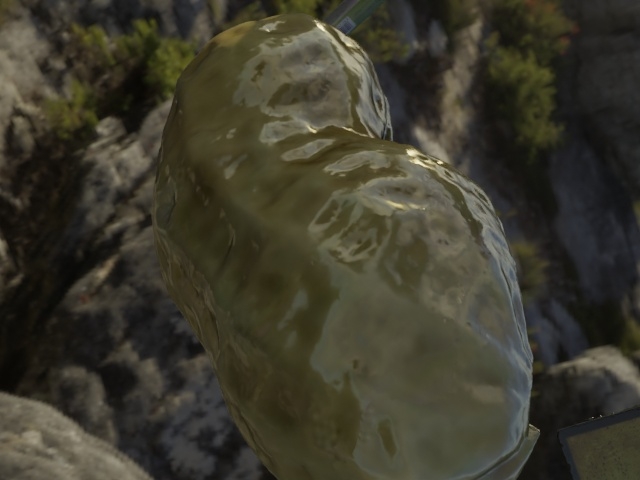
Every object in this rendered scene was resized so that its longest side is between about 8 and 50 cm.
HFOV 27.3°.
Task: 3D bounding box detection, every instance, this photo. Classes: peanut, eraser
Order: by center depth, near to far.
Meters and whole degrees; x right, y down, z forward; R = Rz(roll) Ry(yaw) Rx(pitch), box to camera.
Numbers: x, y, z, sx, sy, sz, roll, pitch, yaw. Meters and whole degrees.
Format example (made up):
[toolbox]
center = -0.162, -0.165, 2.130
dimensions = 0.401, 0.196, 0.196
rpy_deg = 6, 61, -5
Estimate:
[peanut]
center = 0.000, 0.000, 0.607
dimensions = 0.147, 0.147, 0.305
rpy_deg = 32, 16, -41
[eraser]
center = 0.033, -0.190, 1.057
dimensions = 0.019, 0.083, 0.038
rpy_deg = 43, 15, -17

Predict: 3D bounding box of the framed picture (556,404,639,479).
[framed picture]
center = 0.386, 0.292, 1.179
dimensions = 0.014, 0.255, 0.339
rpy_deg = -26, 97, -74
